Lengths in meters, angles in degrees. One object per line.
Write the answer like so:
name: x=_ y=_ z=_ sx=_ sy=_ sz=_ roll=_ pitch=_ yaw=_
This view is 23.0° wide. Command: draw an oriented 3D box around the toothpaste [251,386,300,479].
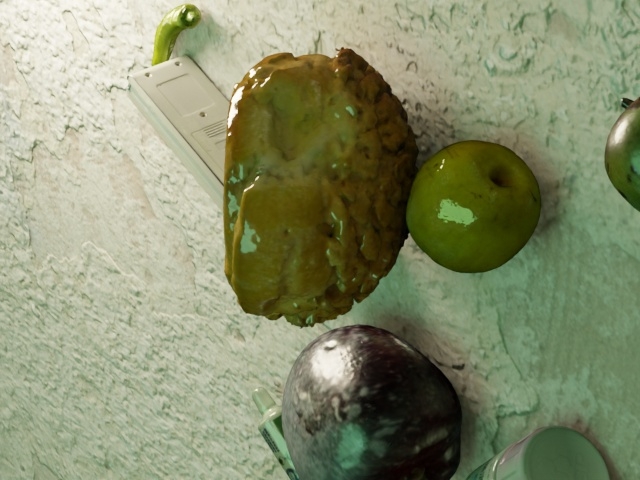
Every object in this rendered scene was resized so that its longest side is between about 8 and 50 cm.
toothpaste: x=0.009 y=0.384 z=2.355 sx=0.392 sy=0.061 sz=0.099 roll=56 pitch=145 yaw=10

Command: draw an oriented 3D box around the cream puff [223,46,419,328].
cream puff: x=0.002 y=-0.062 z=1.872 sx=0.343 sy=0.231 sz=0.327 roll=-87 pitch=2 yaw=-67

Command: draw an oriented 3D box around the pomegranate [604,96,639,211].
pomegranate: x=0.358 y=-0.081 z=1.503 sx=0.169 sy=0.148 sz=0.148 roll=24 pitch=130 yaw=32

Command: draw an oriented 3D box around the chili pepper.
chili pepper: x=-0.217 y=-0.294 z=2.268 sx=0.049 sy=0.043 sz=0.208 roll=40 pitch=151 yaw=-4

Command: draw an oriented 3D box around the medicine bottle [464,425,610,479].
medicine bottle: x=0.256 y=0.308 z=1.890 sx=0.135 sy=0.135 sz=0.168 roll=59 pitch=146 yaw=11

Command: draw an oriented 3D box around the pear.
pear: x=0.172 y=-0.038 z=1.781 sx=0.148 sy=0.149 sz=0.162 roll=59 pitch=149 yaw=11

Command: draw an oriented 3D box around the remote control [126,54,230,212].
remote control: x=-0.157 y=-0.144 z=2.214 sx=0.277 sy=0.103 sz=0.055 roll=49 pitch=145 yaw=24

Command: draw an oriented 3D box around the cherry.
cherry: x=0.068 y=0.246 z=2.045 sx=0.296 sy=0.218 sz=0.255 roll=50 pitch=145 yaw=41
